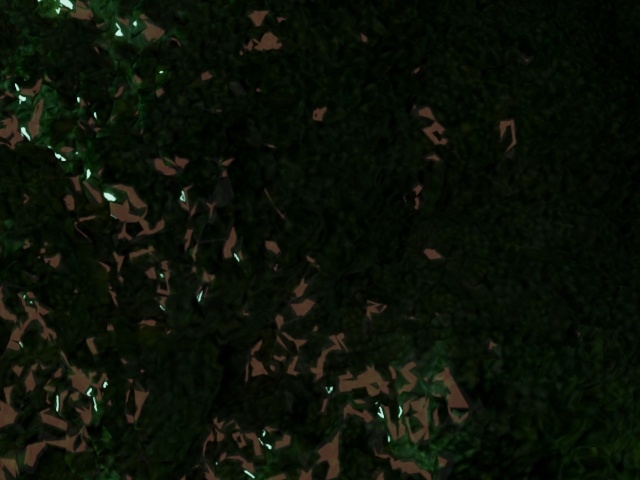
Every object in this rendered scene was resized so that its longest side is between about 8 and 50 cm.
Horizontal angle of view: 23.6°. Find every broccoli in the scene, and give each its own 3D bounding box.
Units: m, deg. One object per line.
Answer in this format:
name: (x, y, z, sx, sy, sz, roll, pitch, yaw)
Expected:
broccoli: (0.000, 0.000, 0.510, 0.304, 0.321, 0.283, 17, 144, 29)
